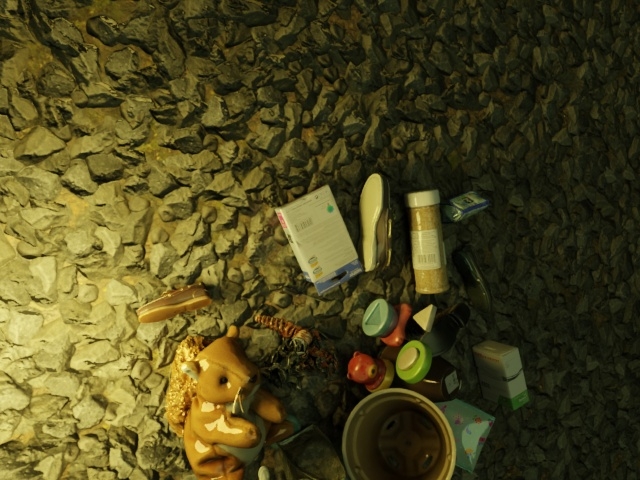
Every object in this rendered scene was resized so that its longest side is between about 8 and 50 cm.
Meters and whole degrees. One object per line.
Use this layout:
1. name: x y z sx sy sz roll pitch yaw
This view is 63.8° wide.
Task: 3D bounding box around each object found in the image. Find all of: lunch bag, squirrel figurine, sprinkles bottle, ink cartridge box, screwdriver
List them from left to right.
1. squirrel figurine: -0.284 0.403 1.352 0.281 0.397 0.370 -35 132 -40
2. screwdriver: -0.051 0.177 1.662 0.170 0.025 0.024 22 82 -33
3. ink cartridge box: 0.000 0.000 1.651 0.186 0.065 0.310 -28 101 -21
4. lunch bag: 0.007 0.745 1.548 0.169 0.287 0.235 -22 109 -23
5. sprinkles bottle: 0.370 0.003 1.791 0.121 0.121 0.354 -11 97 -24
6. lunch bag: 0.447 0.660 1.830 0.263 0.160 0.223 25 81 10
7. lunch bag: 0.504 -0.116 1.831 0.129 0.151 0.096 -21 101 -22
8. ink cartridge box: 0.674 0.498 1.930 0.093 0.160 0.219 -19 100 -24

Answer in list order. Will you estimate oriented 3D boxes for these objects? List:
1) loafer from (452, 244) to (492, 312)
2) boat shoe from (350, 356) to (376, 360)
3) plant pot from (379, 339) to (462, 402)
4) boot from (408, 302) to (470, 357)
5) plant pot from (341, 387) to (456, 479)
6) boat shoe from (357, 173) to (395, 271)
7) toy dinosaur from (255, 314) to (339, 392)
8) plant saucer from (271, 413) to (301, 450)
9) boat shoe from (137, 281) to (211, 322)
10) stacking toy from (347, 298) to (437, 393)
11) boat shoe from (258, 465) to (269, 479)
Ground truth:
1. loafer: 0.588 0.141 1.916 0.084 0.096 0.267 -34 103 -26
2. boat shoe: 0.167 0.424 1.757 0.142 0.040 0.049 28 67 -24
3. plant pot: 0.345 0.452 1.713 0.216 0.231 0.215 1 89 -38
4. boot: 0.370 0.307 1.741 0.263 0.229 0.091 -36 93 -28
5. plant pot: 0.263 0.650 1.637 0.334 0.305 0.333 -5 70 14
6. boat shoe: 0.194 -0.058 1.713 0.097 0.117 0.323 1 96 -30
7. toy dinosaur: -0.083 0.345 1.606 0.322 0.164 0.218 35 62 -4
8. plant saucer: -0.111 0.618 1.646 0.120 0.021 0.119 -1 93 -25
9. boat shoe: -0.419 0.175 1.465 0.207 0.073 0.073 -14 60 -27
10. stacking toy: 0.215 0.315 1.627 0.131 0.280 0.308 29 59 -24
11. boat shoe: -0.174 0.762 1.615 0.035 0.035 0.100 0 92 -25
